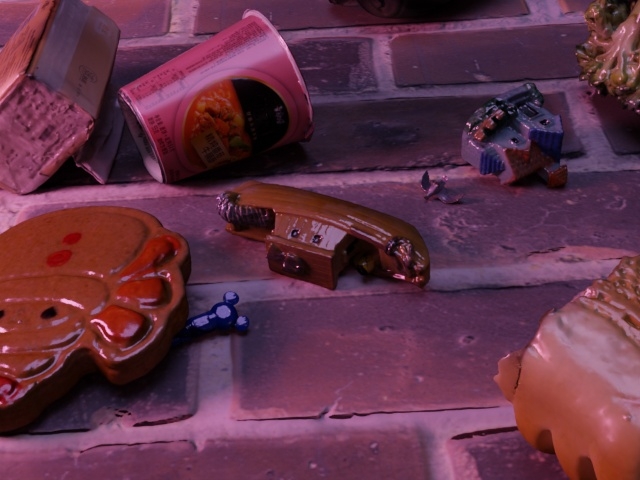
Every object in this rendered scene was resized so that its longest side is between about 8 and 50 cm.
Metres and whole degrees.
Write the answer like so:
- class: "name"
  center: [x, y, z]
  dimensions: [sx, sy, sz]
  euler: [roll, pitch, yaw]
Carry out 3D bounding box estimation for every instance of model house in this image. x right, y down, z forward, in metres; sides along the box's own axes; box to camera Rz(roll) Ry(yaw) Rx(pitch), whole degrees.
- class: "model house"
  center: [0.315, -0.143, 1.477]
  dimensions: [0.148, 0.119, 0.148]
  euler: [-26, 51, -26]

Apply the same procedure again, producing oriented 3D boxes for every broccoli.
- class: "broccoli"
  center: [0.567, -0.344, 1.562]
  dimensions: [0.293, 0.281, 0.348]
  euler: [12, 31, 16]

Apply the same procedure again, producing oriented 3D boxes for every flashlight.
- class: "flashlight"
  center: [-0.155, 0.111, 1.252]
  dimensions: [0.121, 0.035, 0.057]
  euler: [-21, 71, -13]

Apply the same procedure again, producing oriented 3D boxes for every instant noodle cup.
- class: "instant noodle cup"
  center: [-0.172, -0.210, 1.527]
  dimensions: [0.255, 0.244, 0.244]
  euler: [-28, 44, -15]

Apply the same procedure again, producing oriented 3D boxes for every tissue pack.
- class: "tissue pack"
  center: [-0.423, -0.224, 1.585]
  dimensions: [0.239, 0.238, 0.305]
  euler: [-4, 39, 0]

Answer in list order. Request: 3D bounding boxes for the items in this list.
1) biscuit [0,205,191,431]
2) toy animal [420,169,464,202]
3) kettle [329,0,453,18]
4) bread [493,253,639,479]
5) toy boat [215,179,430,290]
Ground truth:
- class: "biscuit"
  center: [-0.342, 0.083, 1.256]
  dimensions: [0.359, 0.074, 0.381]
  euler: [-2, 37, 15]
- class: "toy animal"
  center: [0.174, -0.078, 1.464]
  dimensions: [0.050, 0.028, 0.084]
  euler: [-20, 40, -32]
- class: "kettle"
  center: [0.167, -0.558, 1.946]
  dimensions: [0.324, 0.228, 0.321]
  euler: [-38, 24, -30]
- class: "bread"
  center: [0.370, 0.163, 1.019]
  dimensions: [0.316, 0.211, 0.270]
  euler: [-34, 55, -22]
- class: "toy boat"
  center: [0.000, 0.000, 1.335]
  dimensions: [0.321, 0.089, 0.121]
  euler: [17, 49, 22]
